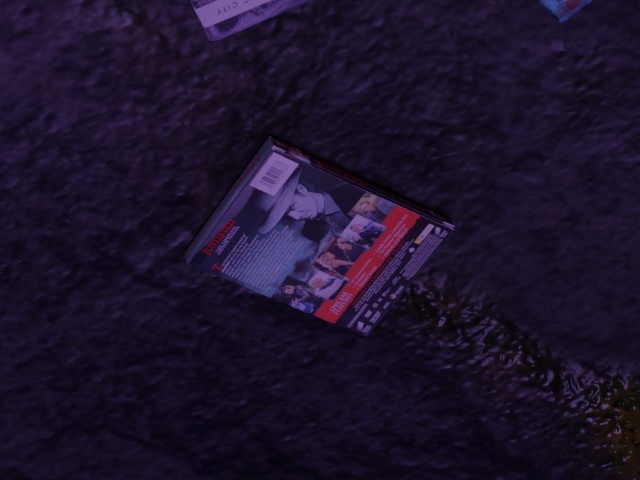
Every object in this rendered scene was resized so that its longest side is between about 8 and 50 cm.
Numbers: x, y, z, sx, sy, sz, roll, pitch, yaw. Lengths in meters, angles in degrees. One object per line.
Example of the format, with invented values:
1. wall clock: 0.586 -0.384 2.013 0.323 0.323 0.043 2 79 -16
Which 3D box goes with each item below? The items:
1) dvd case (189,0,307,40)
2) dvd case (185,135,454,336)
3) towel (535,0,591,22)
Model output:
1. dvd case: -0.017 -0.206 0.806 0.164 0.018 0.221 -22 129 5
2. dvd case: 0.000 0.000 0.975 0.119 0.013 0.087 22 120 -28
3. towel: 0.084 -0.265 0.713 0.271 0.040 0.370 -33 126 28
